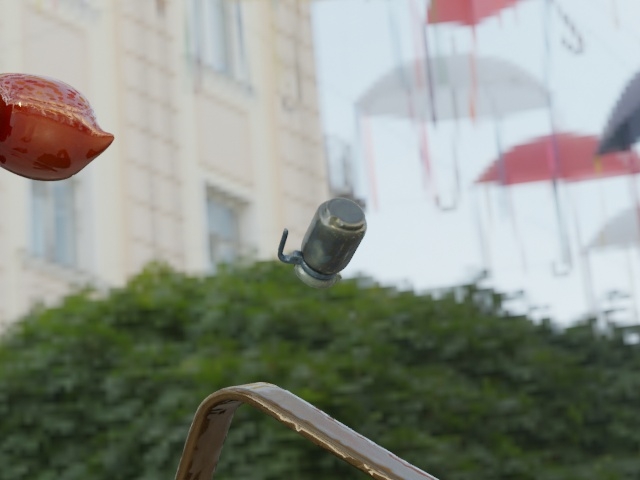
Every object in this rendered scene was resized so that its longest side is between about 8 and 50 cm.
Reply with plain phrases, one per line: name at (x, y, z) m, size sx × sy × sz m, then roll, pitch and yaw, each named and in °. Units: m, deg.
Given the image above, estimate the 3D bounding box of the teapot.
teapot at (0.003, 0.003, 1.766) m, size 0.063 × 0.049 × 0.083 m, roll -4°, pitch -43°, yaw -34°

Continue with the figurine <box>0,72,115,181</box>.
figurine at (-0.187, -0.071, 1.106) m, size 0.140 × 0.068 × 0.075 m, roll 9°, pitch 12°, yaw -21°

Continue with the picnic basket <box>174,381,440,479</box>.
picnic basket at (-0.006, 0.268, 1.137) m, size 0.254 × 0.321 × 0.291 m, roll 27°, pitch 19°, yaw 33°
